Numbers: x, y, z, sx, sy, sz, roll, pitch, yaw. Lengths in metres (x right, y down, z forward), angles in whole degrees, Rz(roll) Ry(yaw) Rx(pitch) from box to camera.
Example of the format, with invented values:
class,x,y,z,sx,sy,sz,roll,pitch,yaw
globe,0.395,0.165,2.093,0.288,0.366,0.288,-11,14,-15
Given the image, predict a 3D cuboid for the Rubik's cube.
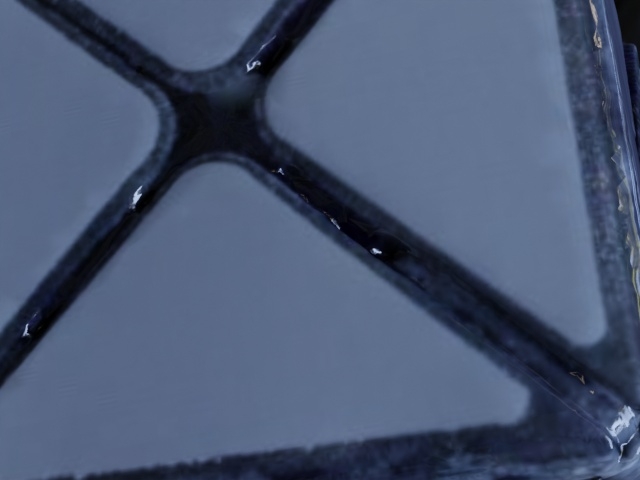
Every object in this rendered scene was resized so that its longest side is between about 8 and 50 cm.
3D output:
class,x,y,z,sx,sy,sz,roll,pitch,yaw
Rubik's cube,0.000,0.000,0.645,0.259,0.260,0.255,53,31,-67
